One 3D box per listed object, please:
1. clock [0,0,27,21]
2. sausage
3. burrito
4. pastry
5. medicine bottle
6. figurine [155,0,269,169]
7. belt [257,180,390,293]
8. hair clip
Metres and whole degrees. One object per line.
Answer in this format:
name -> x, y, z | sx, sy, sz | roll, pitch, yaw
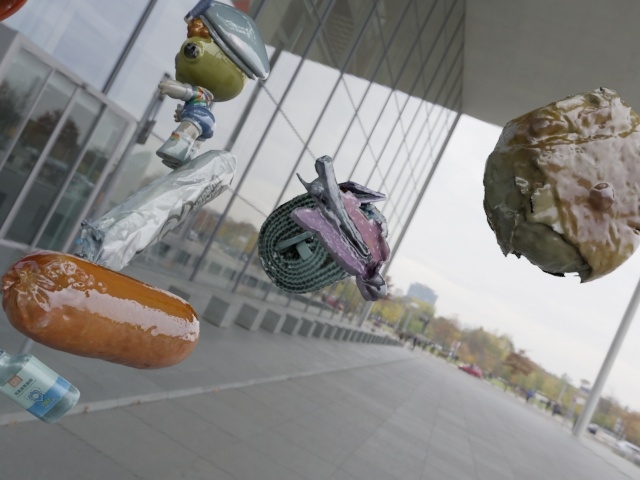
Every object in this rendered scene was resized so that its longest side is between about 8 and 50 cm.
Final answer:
clock -> -0.438, -0.323, 0.630 | 0.205, 0.205, 0.051 | 46, 19, -77
sausage -> -0.178, 0.064, 0.464 | 0.076, 0.076, 0.197 | 23, -10, 30
burrito -> -0.311, -0.054, 1.012 | 0.139, 0.445, 0.101 | -9, -65, 32
pastry -> 0.204, -0.044, 0.439 | 0.153, 0.153, 0.081 | 27, -7, -12
medicine bottle -> -0.575, 0.270, 1.059 | 0.208, 0.090, 0.054 | 47, 2, -23
figurine -> -0.238, -0.329, 1.213 | 0.205, 0.382, 0.224 | 18, 1, 7
belt -> 0.000, 0.000, 1.187 | 0.295, 0.207, 0.160 | -19, -6, 34
hair clip -> 0.034, -0.024, 0.726 | 0.187, 0.056, 0.146 | 56, 31, -13
